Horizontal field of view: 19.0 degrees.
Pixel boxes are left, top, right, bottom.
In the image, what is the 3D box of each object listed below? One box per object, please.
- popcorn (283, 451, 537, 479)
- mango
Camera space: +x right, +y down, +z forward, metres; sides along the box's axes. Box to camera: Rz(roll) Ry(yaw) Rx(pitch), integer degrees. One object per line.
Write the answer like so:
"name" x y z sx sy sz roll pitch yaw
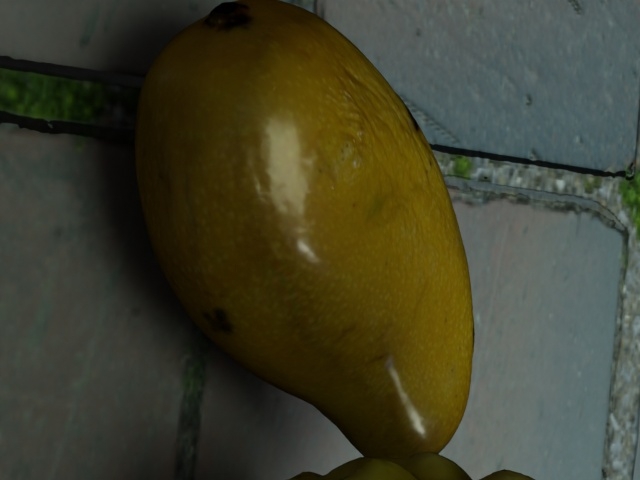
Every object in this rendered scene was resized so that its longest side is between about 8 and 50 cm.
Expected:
"popcorn" 0.030 0.257 0.794 0.381 0.349 0.349 4 90 -64
"mango" -0.005 -0.001 0.917 0.157 0.109 0.262 -60 138 -39
